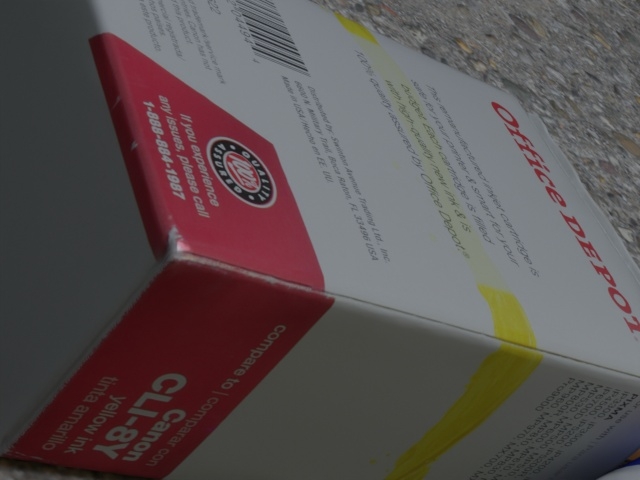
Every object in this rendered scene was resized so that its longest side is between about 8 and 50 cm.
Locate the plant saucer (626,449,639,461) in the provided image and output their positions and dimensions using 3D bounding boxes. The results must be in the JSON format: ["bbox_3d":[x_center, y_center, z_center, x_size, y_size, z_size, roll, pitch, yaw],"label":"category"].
[{"bbox_3d":[0.196,0.089,0.942,0.200,0.037,0.200,19,23,-8],"label":"plant saucer"}]

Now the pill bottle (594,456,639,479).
[{"bbox_3d":[0.221,0.193,0.742,0.272,0.152,0.152,-8,55,-50],"label":"pill bottle"}]

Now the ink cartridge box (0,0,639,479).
[{"bbox_3d":[0.000,0.000,0.745,0.385,0.160,0.279,17,36,-38],"label":"ink cartridge box"}]
